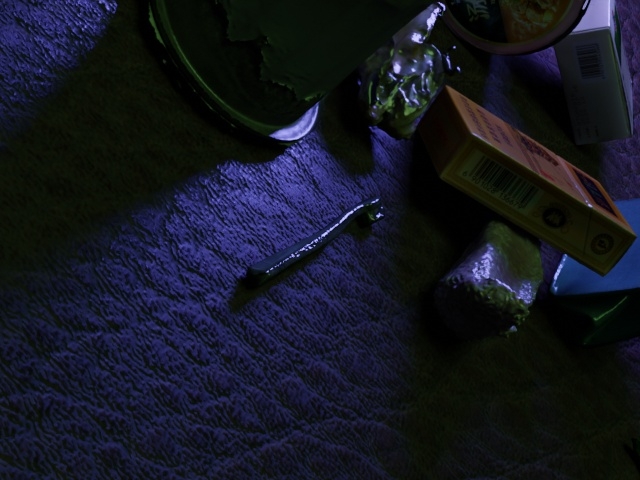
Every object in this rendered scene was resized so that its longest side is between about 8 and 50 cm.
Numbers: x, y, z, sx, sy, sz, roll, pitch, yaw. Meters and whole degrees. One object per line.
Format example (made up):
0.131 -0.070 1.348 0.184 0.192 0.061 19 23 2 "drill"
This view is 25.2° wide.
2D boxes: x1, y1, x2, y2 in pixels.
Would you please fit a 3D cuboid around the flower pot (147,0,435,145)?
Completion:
-0.019 -0.281 1.579 0.290 0.259 0.290 32 43 -35 "flower pot"

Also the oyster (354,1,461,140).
0.089 -0.279 1.837 0.198 0.133 0.337 20 51 -47 "oyster"

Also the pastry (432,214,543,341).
0.206 0.054 1.742 0.103 0.112 0.265 45 21 0 "pastry"

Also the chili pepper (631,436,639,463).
0.447 0.318 1.902 0.055 0.035 0.118 32 42 -60 "chili pepper"

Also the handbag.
0.466 0.036 1.953 0.100 0.274 0.268 67 29 -22 "handbag"

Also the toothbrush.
0.000 0.000 1.583 0.297 0.030 0.030 -30 98 -58 "toothbrush"

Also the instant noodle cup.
0.295 -0.431 2.171 0.244 0.244 0.255 48 26 -15 "instant noodle cup"

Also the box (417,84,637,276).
0.265 -0.079 1.861 0.274 0.076 0.174 29 21 -19 "box"

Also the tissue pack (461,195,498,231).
0.236 -0.049 1.937 0.085 0.028 0.138 54 36 -7 "tissue pack"

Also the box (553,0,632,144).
0.429 -0.284 2.251 0.168 0.095 0.212 -79 154 -49 "box"
